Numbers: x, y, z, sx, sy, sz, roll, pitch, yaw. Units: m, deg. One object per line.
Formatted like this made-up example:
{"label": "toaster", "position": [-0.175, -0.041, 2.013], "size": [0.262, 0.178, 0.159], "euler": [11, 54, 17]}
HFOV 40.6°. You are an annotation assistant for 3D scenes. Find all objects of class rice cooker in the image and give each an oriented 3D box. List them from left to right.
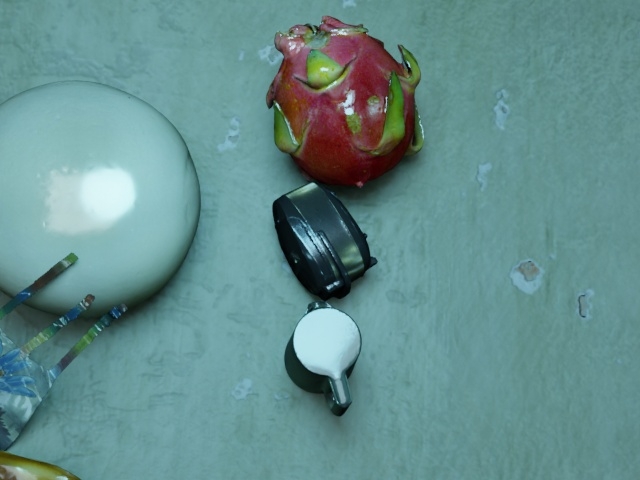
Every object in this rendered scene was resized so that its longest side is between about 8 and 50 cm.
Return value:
{"label": "rice cooker", "position": [0.000, 0.000, 1.197], "size": [0.106, 0.112, 0.165], "euler": [-35, 79, -19]}

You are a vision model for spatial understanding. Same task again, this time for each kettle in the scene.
{"label": "kettle", "position": [0.001, 0.156, 1.131], "size": [0.098, 0.148, 0.126], "euler": [16, 74, 0]}

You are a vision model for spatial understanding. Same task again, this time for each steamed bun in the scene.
{"label": "steamed bun", "position": [-0.318, -0.059, 1.142], "size": [0.325, 0.206, 0.324], "euler": [1, 75, -5]}

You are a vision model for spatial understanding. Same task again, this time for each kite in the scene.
{"label": "kite", "position": [-0.383, 0.133, 1.073], "size": [0.169, 0.015, 0.310], "euler": [42, 109, -10]}

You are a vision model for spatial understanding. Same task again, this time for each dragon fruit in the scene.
{"label": "dragon fruit", "position": [0.033, -0.191, 1.200], "size": [0.224, 0.224, 0.227], "euler": [-7, 112, -7]}

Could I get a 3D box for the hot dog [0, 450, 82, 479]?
{"label": "hot dog", "position": [-0.435, 0.317, 1.058], "size": [0.338, 0.100, 0.135], "euler": [13, 41, 0]}
